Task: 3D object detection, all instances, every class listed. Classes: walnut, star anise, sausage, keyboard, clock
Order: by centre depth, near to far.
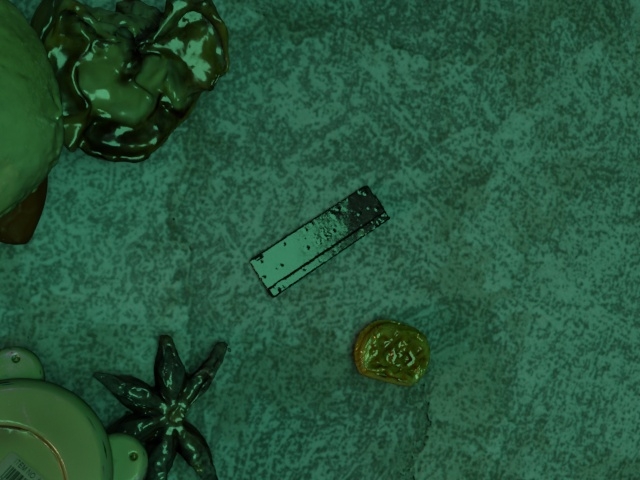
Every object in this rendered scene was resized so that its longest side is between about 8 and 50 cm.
[{"bbox_3d":[-0.374,0.302,1.284,0.284,0.114,0.309,38,69,5],"label":"clock"},{"bbox_3d":[-0.365,-0.079,1.317,0.089,0.089,0.179,2,100,-18],"label":"sausage"},{"bbox_3d":[-0.234,-0.201,1.327,0.238,0.141,0.204,-6,107,-19],"label":"walnut"},{"bbox_3d":[-0.201,0.222,1.395,0.171,0.063,0.208,5,91,-17],"label":"star anise"},{"bbox_3d":[0.000,0.000,1.476,0.195,0.018,0.060,-33,95,-14],"label":"keyboard"}]

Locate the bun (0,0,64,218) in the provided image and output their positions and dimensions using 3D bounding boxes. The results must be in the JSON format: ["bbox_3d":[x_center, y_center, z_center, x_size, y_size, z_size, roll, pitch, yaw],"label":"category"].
[{"bbox_3d":[-0.458,-0.125,1.168,0.352,0.227,0.349,21,103,3],"label":"bun"}]

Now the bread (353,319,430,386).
[{"bbox_3d":[0.097,0.150,1.500,0.110,0.044,0.083,15,84,-20],"label":"bread"}]
